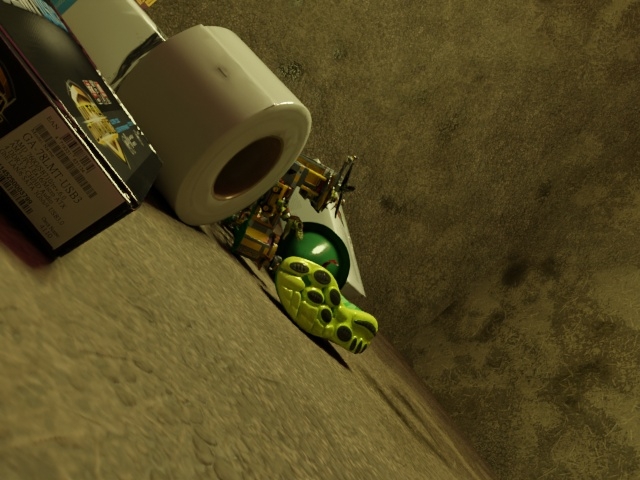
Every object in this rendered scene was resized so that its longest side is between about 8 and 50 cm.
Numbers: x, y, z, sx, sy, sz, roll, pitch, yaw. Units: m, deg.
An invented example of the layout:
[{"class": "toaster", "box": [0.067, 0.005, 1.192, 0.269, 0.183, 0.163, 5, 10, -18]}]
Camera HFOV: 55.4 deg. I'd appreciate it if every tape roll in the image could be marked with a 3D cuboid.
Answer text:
[{"class": "tape roll", "box": [-0.158, -0.163, 0.900, 0.169, 0.246, 0.246, 49, 1, 14]}]

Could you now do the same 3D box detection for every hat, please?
[{"class": "hat", "box": [-0.044, 0.064, 1.221, 0.173, 0.208, 0.183, 24, 27, 11]}]

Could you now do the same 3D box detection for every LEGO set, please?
[{"class": "LEGO set", "box": [-0.050, -0.061, 1.184, 0.192, 0.255, 0.331, 26, 1, -18]}]

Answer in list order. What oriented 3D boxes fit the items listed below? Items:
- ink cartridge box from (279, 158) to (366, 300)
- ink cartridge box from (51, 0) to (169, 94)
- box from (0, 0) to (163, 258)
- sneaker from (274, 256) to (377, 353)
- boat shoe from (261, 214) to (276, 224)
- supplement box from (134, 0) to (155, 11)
[{"class": "ink cartridge box", "box": [0.000, 0.000, 1.507, 0.272, 0.130, 0.309, 47, 28, -71]}, {"class": "ink cartridge box", "box": [-0.396, -0.379, 1.176, 0.395, 0.166, 0.285, 47, 1, -32]}, {"class": "box", "box": [-0.245, -0.151, 0.485, 0.293, 0.073, 0.295, 58, -2, -16]}, {"class": "sneaker", "box": [-0.006, 0.125, 1.133, 0.123, 0.109, 0.295, 20, -19, 42]}, {"class": "boat shoe", "box": [-0.156, -0.073, 1.514, 0.091, 0.109, 0.305, 53, 5, 2]}, {"class": "supplement box", "box": [-0.367, -0.510, 1.217, 0.083, 0.055, 0.043, 47, 0, -41]}]
